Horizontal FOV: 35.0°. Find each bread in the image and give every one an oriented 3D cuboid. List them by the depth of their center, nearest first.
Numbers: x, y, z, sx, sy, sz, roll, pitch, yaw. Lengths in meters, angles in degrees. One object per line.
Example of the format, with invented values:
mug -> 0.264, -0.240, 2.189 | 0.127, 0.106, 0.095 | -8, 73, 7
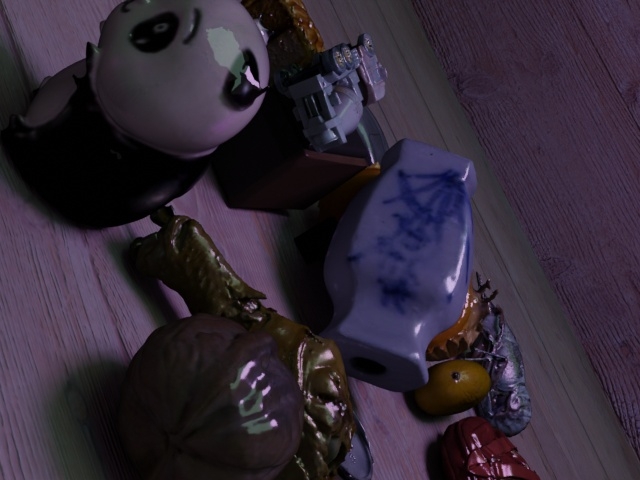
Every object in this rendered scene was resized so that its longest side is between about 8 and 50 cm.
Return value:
bread -> -0.105, -0.329, 1.782 | 0.181, 0.222, 0.096 | 55, 20, -2
bread -> 0.142, 0.048, 1.870 | 0.388, 0.236, 0.183 | 54, 0, 17

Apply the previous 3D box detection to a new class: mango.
mango -> 0.258, 0.278, 1.927 | 0.237, 0.137, 0.091 | 14, 53, -62

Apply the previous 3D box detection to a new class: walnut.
walnut -> -0.119, 0.185, 1.126 | 0.224, 0.224, 0.224 | 48, 24, -30

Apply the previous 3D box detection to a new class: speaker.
speaker -> -0.060, -0.154, 1.708 | 0.231, 0.192, 0.153 | 0, 62, -62

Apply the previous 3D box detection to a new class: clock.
clock -> 0.015, 0.291, 1.469 | 0.229, 0.063, 0.155 | 46, 26, -36

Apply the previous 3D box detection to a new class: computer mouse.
computer mouse -> 0.083, -0.197, 2.191 | 0.371, 0.122, 0.188 | 62, 21, -4

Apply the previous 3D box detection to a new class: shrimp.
shrimp -> 0.360, 0.240, 2.198 | 0.172, 0.137, 0.372 | 53, 16, -68

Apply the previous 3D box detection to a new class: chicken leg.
chicken leg -> -0.102, 0.135, 1.306 | 0.429, 0.201, 0.153 | 54, -8, 0

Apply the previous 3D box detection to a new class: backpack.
backpack -> 0.297, 0.417, 1.833 | 0.229, 0.139, 0.229 | 49, 23, -28

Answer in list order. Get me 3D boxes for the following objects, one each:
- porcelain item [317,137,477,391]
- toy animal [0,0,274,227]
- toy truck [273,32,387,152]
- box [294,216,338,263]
porcelain item -> 0.134, 0.035, 1.694 | 0.243, 0.178, 0.405 | 19, 59, 1
toy animal -> -0.202, -0.175, 1.240 | 0.251, 0.310, 0.251 | 46, 26, -31
toy truck -> 0.025, -0.235, 1.617 | 0.140, 0.108, 0.257 | 66, 26, -10
box -> 0.000, 0.000, 1.780 | 0.024, 0.083, 0.053 | -8, 71, -62
